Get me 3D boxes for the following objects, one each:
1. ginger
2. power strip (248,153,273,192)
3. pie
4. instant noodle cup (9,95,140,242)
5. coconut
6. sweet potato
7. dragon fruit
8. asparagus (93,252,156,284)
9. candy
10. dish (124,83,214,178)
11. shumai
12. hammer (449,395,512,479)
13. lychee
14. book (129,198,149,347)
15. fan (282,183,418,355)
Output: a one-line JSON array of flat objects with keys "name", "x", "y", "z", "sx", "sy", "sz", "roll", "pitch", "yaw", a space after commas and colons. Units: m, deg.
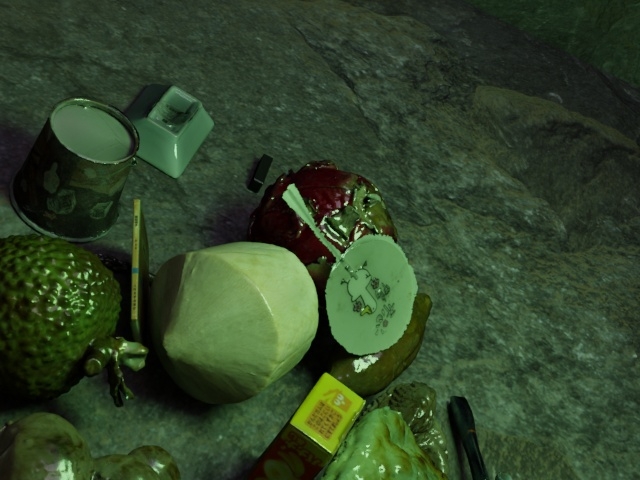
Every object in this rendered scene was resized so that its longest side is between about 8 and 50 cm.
[{"name": "ginger", "x": -0.343, "y": 0.385, "z": 1.402, "sx": 0.304, "sy": 0.155, "sz": 0.244, "roll": 21, "pitch": 34, "yaw": -31}, {"name": "power strip", "x": -0.138, "y": -0.156, "z": 2.161, "sx": 0.029, "sy": 0.038, "sz": 0.111, "roll": 28, "pitch": 38, "yaw": -10}, {"name": "pie", "x": 0.121, "y": 0.473, "z": 1.513, "sx": 0.418, "sy": 0.180, "sz": 0.395, "roll": 57, "pitch": 33, "yaw": -28}, {"name": "instant noodle cup", "x": -0.456, "y": -0.140, "z": 1.773, "sx": 0.217, "sy": 0.207, "sz": 0.217, "roll": 20, "pitch": 42, "yaw": -19}, {"name": "coconut", "x": -0.164, "y": 0.142, "z": 1.647, "sx": 0.329, "sy": 0.329, "sz": 0.329, "roll": 21, "pitch": 42, "yaw": -20}, {"name": "sweet potato", "x": 0.113, "y": 0.221, "z": 1.897, "sx": 0.158, "sy": 0.158, "sz": 0.370, "roll": 39, "pitch": 43, "yaw": 2}, {"name": "dragon fruit", "x": 0.002, "y": 0.001, "z": 1.898, "sx": 0.329, "sy": 0.329, "sz": 0.329, "roll": 21, "pitch": 42, "yaw": -20}, {"name": "asparagus", "x": -0.332, "y": 0.074, "z": 1.796, "sx": 0.236, "sy": 0.027, "sz": 0.034, "roll": 27, "pitch": 29, "yaw": -13}, {"name": "candy", "x": -0.044, "y": 0.354, "z": 1.539, "sx": 0.088, "sy": 0.276, "sz": 0.146, "roll": 35, "pitch": 40, "yaw": 3}, {"name": "dish", "x": -0.340, "y": -0.269, "z": 2.088, "sx": 0.182, "sy": 0.080, "sz": 0.243, "roll": 32, "pitch": 40, "yaw": -7}, {"name": "shumai", "x": 0.166, "y": 0.384, "z": 1.795, "sx": 0.206, "sy": 0.166, "sz": 0.175, "roll": -38, "pitch": 105, "yaw": -39}, {"name": "hammer", "x": 0.302, "y": 0.423, "z": 1.878, "sx": 0.037, "sy": 0.137, "sz": 0.290, "roll": 21, "pitch": 28, "yaw": -19}, {"name": "lychee", "x": -0.441, "y": 0.124, "z": 1.491, "sx": 0.320, "sy": 0.270, "sz": 0.270, "roll": 18, "pitch": 26, "yaw": 35}, {"name": "book", "x": -0.323, "y": 0.071, "z": 1.676, "sx": 0.018, "sy": 0.170, "sz": 0.242, "roll": -2, "pitch": 59, "yaw": -6}, {"name": "fan", "x": 0.052, "y": 0.051, "z": 1.729, "sx": 0.415, "sy": 0.012, "sz": 0.233, "roll": 49, "pitch": 63, "yaw": -33}]
